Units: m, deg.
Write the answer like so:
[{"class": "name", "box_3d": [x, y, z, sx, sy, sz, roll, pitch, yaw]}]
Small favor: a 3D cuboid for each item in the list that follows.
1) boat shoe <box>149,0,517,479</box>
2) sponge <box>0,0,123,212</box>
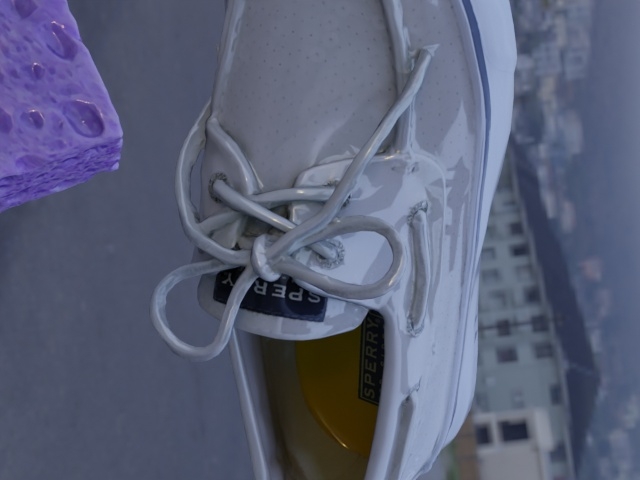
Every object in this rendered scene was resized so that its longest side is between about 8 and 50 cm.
[{"class": "boat shoe", "box_3d": [-0.008, -0.001, 0.622, 0.156, 0.135, 0.367, -48, 147, -45]}, {"class": "sponge", "box_3d": [-0.173, -0.037, 0.394, 0.117, 0.210, 0.031, 63, -16, 16]}]
